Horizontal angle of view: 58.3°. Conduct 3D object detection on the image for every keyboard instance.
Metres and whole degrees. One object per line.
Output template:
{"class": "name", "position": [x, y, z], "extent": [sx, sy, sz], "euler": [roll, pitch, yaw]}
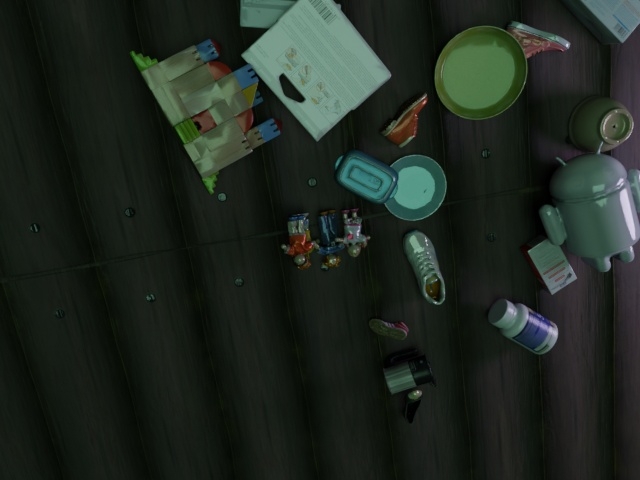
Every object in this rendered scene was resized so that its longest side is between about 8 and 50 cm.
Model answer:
{"class": "keyboard", "position": [-0.076, -0.577, 1.470], "extent": [0.256, 0.014, 0.072], "euler": [1, 109, -7]}

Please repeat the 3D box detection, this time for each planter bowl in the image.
{"class": "planter bowl", "position": [0.793, -0.320, 1.596], "extent": [0.162, 0.109, 0.161], "euler": [-2, 105, -8]}

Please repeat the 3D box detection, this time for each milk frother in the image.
{"class": "milk frother", "position": [0.270, 0.410, 1.713], "extent": [0.135, 0.129, 0.143], "euler": [-20, 111, 8]}

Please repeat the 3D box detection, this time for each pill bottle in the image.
{"class": "pill bottle", "position": [0.602, 0.253, 1.719], "extent": [0.187, 0.112, 0.112], "euler": [30, 99, -14]}

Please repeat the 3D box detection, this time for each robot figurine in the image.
{"class": "robot figurine", "position": [0.763, -0.092, 1.604], "extent": [0.300, 0.200, 0.353], "euler": [-23, 106, -2]}

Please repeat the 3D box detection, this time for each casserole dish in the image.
{"class": "casserole dish", "position": [0.126, -0.171, 1.572], "extent": [0.189, 0.037, 0.114], "euler": [28, 103, -4]}

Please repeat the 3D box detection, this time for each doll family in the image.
{"class": "doll family", "position": [0.000, 0.000, 1.592], "extent": [0.263, 0.118, 0.163], "euler": [-9, 100, -24]}

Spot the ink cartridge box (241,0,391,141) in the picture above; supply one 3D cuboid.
{"class": "ink cartridge box", "position": [-0.010, -0.452, 1.476], "extent": [0.261, 0.066, 0.296], "euler": [-41, 107, 7]}

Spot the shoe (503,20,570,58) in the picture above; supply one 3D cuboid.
{"class": "shoe", "position": [0.573, -0.520, 1.542], "extent": [0.178, 0.063, 0.081], "euler": [17, 103, -6]}

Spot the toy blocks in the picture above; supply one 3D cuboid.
{"class": "toy blocks", "position": [-0.259, -0.345, 1.439], "extent": [0.261, 0.191, 0.381], "euler": [-32, 107, -10]}

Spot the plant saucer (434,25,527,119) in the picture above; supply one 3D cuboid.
{"class": "plant saucer", "position": [0.424, -0.446, 1.533], "extent": [0.241, 0.037, 0.240], "euler": [1, 112, 3]}

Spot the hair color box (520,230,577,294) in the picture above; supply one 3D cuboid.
{"class": "hair color box", "position": [0.680, 0.067, 1.711], "extent": [0.093, 0.053, 0.167], "euler": [-33, 105, 1]}

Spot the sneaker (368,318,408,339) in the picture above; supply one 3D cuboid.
{"class": "sneaker", "position": [0.206, 0.258, 1.712], "extent": [0.119, 0.067, 0.042], "euler": [20, 105, 19]}

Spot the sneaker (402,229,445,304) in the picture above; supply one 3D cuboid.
{"class": "sneaker", "position": [0.305, 0.076, 1.646], "extent": [0.088, 0.092, 0.228], "euler": [-23, 105, 1]}

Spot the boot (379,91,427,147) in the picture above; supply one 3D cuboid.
{"class": "boot", "position": [0.243, -0.326, 1.555], "extent": [0.085, 0.059, 0.158], "euler": [39, 105, -18]}

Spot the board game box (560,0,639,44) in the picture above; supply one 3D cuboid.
{"class": "board game box", "position": [0.796, -0.709, 1.502], "extent": [0.224, 0.097, 0.303], "euler": [38, 98, -16]}

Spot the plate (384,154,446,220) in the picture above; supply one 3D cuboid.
{"class": "plate", "position": [0.261, -0.149, 1.617], "extent": [0.188, 0.024, 0.188], "euler": [-2, 104, -6]}

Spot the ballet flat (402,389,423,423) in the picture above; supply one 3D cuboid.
{"class": "ballet flat", "position": [0.282, 0.499, 1.734], "extent": [0.058, 0.049, 0.173], "euler": [-9, 140, -5]}
